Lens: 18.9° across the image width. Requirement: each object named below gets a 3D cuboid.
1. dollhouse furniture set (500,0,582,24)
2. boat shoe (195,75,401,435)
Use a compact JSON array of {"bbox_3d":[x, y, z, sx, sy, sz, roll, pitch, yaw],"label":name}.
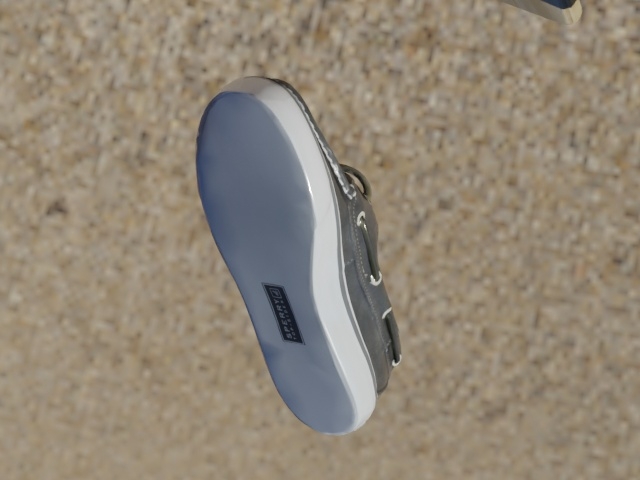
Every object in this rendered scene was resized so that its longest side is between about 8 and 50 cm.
[{"bbox_3d":[0.087,-0.263,1.428,0.362,0.256,0.394,25,163,29],"label":"dollhouse furniture set"},{"bbox_3d":[0.000,0.000,1.024,0.080,0.076,0.228,10,132,37],"label":"boat shoe"}]
